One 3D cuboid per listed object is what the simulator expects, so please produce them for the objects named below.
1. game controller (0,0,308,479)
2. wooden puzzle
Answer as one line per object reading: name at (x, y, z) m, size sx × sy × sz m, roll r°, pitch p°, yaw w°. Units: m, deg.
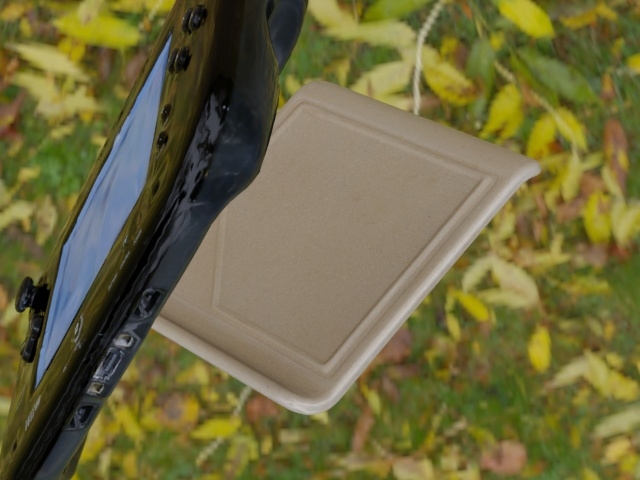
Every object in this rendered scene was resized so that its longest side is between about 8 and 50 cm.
game controller at (-0.093, -0.007, 0.833) m, size 0.067 × 0.166 × 0.319 m, roll 24°, pitch 136°, yaw -9°
wooden puzzle at (0.000, 0.000, 1.165) m, size 0.238 × 0.221 × 0.044 m, roll -45°, pitch 133°, yaw -19°
